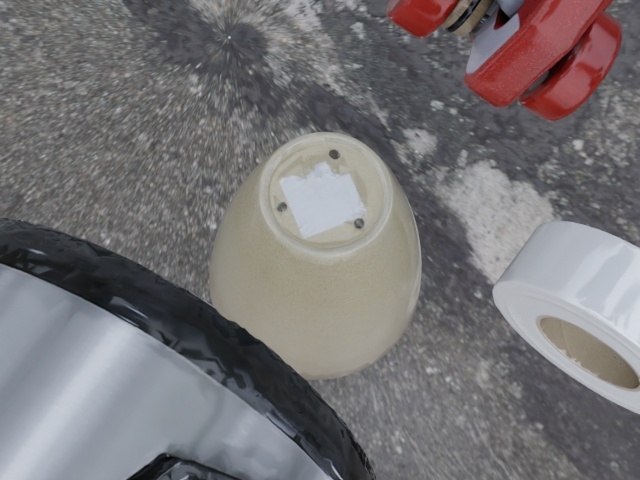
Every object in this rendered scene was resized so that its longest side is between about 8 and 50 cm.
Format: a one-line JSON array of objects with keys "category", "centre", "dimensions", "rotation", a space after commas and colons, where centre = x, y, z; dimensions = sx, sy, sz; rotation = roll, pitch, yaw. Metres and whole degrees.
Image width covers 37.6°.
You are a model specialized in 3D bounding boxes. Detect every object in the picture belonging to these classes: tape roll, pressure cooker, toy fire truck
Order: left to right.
[{"category": "pressure cooker", "centre": [-0.196, 0.248, 0.506], "dimensions": [0.370, 0.375, 0.420], "rotation": [25, 57, 12]}, {"category": "toy fire truck", "centre": [0.199, -0.255, 0.732], "dimensions": [0.169, 0.302, 0.254], "rotation": [30, 141, -11]}, {"category": "tape roll", "centre": [0.355, 0.103, 1.154], "dimensions": [0.286, 0.286, 0.100], "rotation": [41, 77, -12]}]

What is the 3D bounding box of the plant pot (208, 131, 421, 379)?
[{"category": "plant pot", "centre": [0.000, 0.000, 1.005], "dimensions": [0.257, 0.274, 0.256], "rotation": [1, 72, -3]}]
